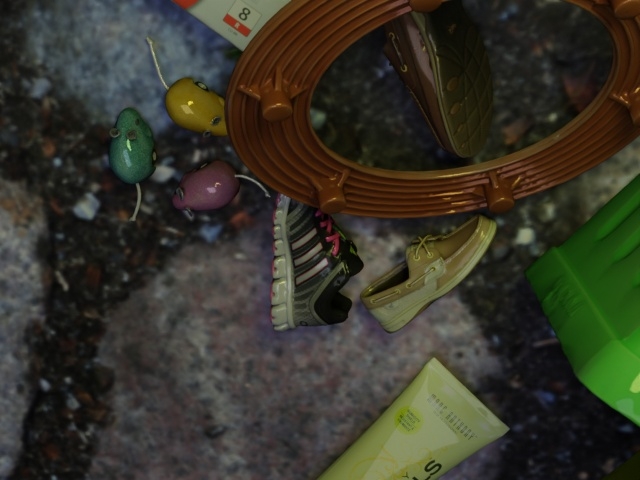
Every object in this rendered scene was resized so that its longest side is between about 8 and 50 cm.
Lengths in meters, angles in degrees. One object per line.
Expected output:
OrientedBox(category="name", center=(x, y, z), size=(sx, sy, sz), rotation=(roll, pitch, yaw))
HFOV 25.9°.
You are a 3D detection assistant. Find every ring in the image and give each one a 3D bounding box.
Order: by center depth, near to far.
OrientedBox(category="ring", center=(0.101, -0.097, 0.979), size=(0.337, 0.032, 0.336), rotation=(-8, 150, -4))

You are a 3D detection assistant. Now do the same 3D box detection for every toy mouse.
OrientedBox(category="toy mouse", center=(-0.125, -0.062, 1.153), size=(0.161, 0.031, 0.143), rotation=(39, 114, -7))

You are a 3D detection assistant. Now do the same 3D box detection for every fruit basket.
OrientedBox(category="fruit basket", center=(0.266, 0.143, 0.981), size=(0.283, 0.392, 0.392), rotation=(31, 114, -3))

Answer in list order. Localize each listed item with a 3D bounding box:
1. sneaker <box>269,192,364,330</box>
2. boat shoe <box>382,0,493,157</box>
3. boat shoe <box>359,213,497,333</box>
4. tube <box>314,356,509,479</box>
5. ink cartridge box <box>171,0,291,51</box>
OrientedBox(category="sneaker", center=(0.000, 0.000, 1.141), size=(0.075, 0.063, 0.170), rotation=(6, 116, 6))
OrientedBox(category="boat shoe", center=(0.083, -0.148, 1.069), size=(0.060, 0.064, 0.178), rotation=(2, 120, 46))
OrientedBox(category="boat shoe", center=(0.086, 0.022, 1.138), size=(0.045, 0.050, 0.135), rotation=(40, 114, -13))
OrientedBox(category="tube", center=(0.046, 0.207, 1.221), size=(0.240, 0.062, 0.070), rotation=(-43, 140, 18))
OrientedBox(category="ink cartridge box", center=(-0.059, -0.248, 1.050), size=(0.145, 0.045, 0.179), rotation=(35, 122, -5))
